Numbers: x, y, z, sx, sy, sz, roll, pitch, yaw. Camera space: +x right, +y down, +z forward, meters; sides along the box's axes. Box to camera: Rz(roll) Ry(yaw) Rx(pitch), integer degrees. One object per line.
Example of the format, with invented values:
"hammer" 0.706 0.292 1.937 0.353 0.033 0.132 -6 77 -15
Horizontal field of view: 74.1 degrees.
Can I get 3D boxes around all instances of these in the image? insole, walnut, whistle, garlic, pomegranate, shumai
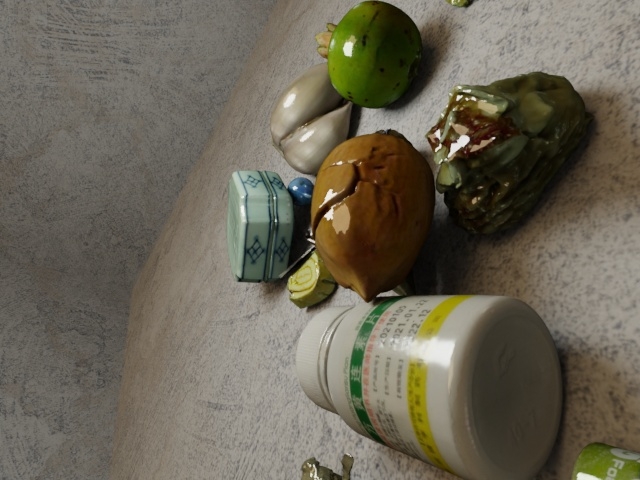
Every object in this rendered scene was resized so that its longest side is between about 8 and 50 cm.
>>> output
"insole" 0.000 0.000 1.043 0.309 0.012 0.110 -44 -6 31
"walnut" 0.079 -0.042 0.661 0.203 0.203 0.298 -37 35 42
"whistle" -0.063 -0.146 1.234 0.090 0.090 0.158 -64 31 7
"garlic" 0.011 -0.345 1.197 0.340 0.246 0.231 -44 79 10
"pomegranate" 0.096 -0.449 1.007 0.302 0.236 0.236 39 106 31
"shumai" 0.239 -0.145 0.618 0.189 0.218 0.256 42 109 45

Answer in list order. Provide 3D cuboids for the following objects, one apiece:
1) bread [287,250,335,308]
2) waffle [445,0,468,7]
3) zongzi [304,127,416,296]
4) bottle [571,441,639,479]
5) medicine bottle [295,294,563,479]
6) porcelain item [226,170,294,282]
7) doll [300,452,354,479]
"bread" -0.022 0.097 1.032 0.156 0.064 0.118 -35 39 45
"waffle" 0.341 -0.604 0.924 0.183 0.036 0.169 -45 35 33
"zongzi" 0.144 -0.050 0.814 0.286 0.138 0.300 -56 45 6
"bottle" 0.363 0.233 0.289 0.330 0.093 0.093 -10 62 56
"medicine bottle" 0.122 0.182 0.597 0.339 0.208 0.208 -12 61 55
"porcelain item" -0.176 -0.040 1.216 0.286 0.157 0.282 -121 37 -56
"doll" 0.067 0.425 0.653 0.203 0.091 0.286 59 141 15
